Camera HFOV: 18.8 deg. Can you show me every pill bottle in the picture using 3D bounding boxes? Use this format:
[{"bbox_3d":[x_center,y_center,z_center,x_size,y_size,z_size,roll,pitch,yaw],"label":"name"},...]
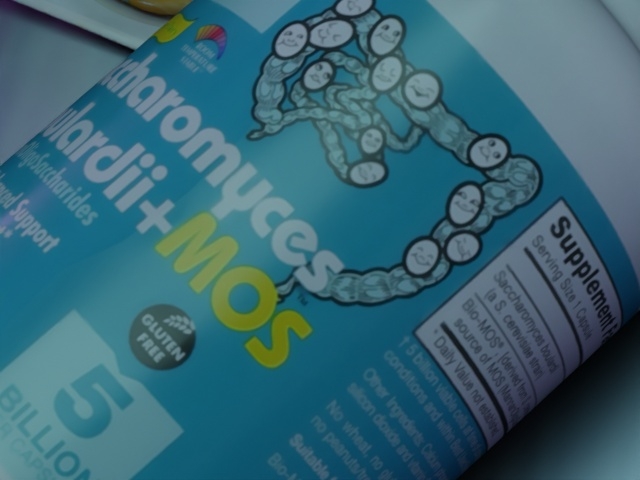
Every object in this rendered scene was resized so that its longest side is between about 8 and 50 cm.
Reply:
[{"bbox_3d":[0.000,0.000,0.528,0.264,0.146,0.146,-42,63,-7],"label":"pill bottle"}]

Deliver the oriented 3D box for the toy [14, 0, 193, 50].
[{"bbox_3d":[-0.062,-0.140,0.658,0.237,0.056,0.137,22,74,22],"label":"toy"}]
